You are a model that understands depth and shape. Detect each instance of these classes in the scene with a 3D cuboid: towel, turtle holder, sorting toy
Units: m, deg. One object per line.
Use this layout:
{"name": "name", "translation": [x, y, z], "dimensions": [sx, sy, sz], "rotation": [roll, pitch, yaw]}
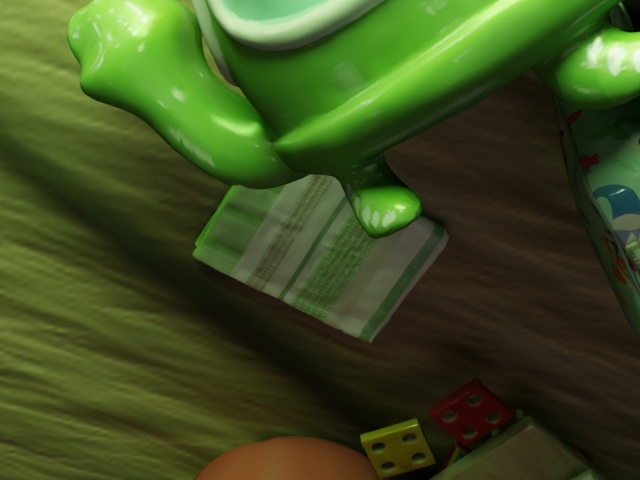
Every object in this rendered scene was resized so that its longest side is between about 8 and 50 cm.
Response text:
{"name": "towel", "translation": [0.000, 0.000, 0.709], "dimensions": [0.152, 0.023, 0.113], "rotation": [28, 116, -14]}
{"name": "turtle holder", "translation": [0.031, -0.156, 0.511], "dimensions": [0.227, 0.243, 0.320], "rotation": [54, 149, -11]}
{"name": "sorting toy", "translation": [0.149, 0.195, 0.809], "dimensions": [0.132, 0.046, 0.274], "rotation": [-40, 119, 22]}

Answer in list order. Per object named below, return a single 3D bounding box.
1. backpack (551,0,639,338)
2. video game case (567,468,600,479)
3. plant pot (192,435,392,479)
{"name": "backpack", "translation": [0.252, -0.022, 0.572], "dimensions": [0.191, 0.225, 0.253], "rotation": [-30, 114, 20]}
{"name": "video game case", "translation": [0.187, 0.276, 0.787], "dimensions": [0.157, 0.019, 0.143], "rotation": [-35, 89, 20]}
{"name": "plant pot", "translation": [-0.024, 0.302, 0.764], "dimensions": [0.274, 0.243, 0.275], "rotation": [0, 123, 0]}
